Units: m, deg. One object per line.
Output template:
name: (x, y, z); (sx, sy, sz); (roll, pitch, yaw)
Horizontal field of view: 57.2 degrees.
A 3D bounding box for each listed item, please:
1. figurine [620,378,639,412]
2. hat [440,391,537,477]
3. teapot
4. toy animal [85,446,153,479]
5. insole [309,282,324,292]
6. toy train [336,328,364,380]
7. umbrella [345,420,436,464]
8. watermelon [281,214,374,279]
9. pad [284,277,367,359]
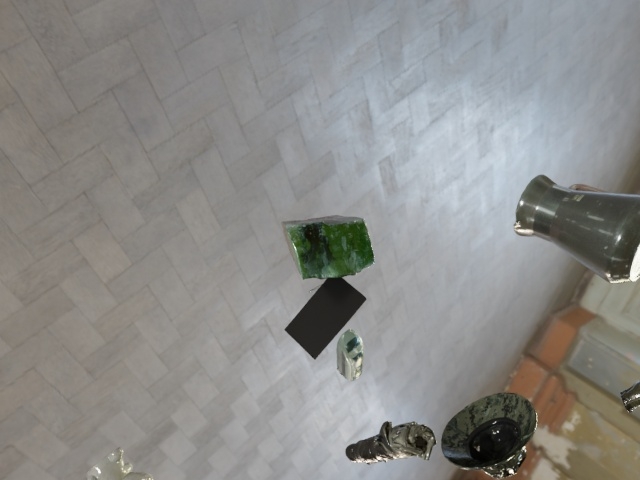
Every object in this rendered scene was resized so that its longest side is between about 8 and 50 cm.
figurine: (0.704, 0.298, 1.167); (0.196, 0.108, 0.114); (-30, 161, 21)
hat: (0.433, 0.506, 1.450); (0.266, 0.266, 0.128); (-35, 108, -22)
teapot: (0.766, -0.058, 1.669); (0.300, 0.344, 0.253); (-33, 134, -32)
toy animal: (-0.367, 0.493, 1.111); (0.131, 0.181, 0.127); (-43, 177, 42)
insole: (0.066, 0.125, 1.967); (0.232, 0.003, 0.080); (-25, 168, -6)
toy train: (0.115, 0.436, 2.201); (0.087, 0.088, 0.407); (-35, 157, -14)
umbrella: (0.171, 0.547, 1.590); (0.113, 0.106, 0.358); (17, 151, -21)
watermelon: (0.003, -0.011, 1.858); (0.265, 0.302, 0.151); (-9, 116, -22)
pad: (0.013, 0.225, 1.792); (0.243, 0.164, 0.004); (-50, 141, -2)
